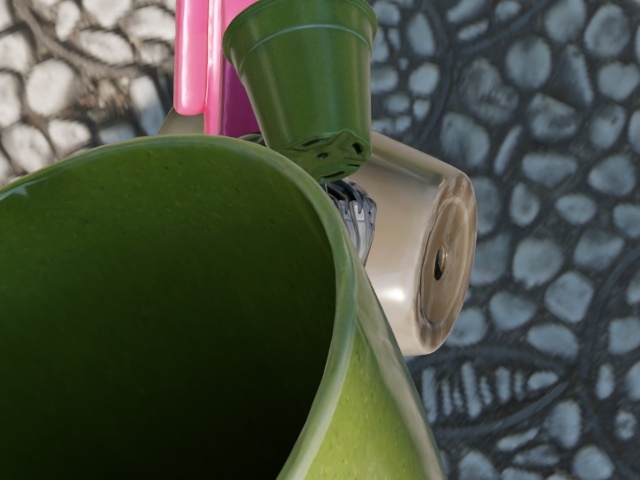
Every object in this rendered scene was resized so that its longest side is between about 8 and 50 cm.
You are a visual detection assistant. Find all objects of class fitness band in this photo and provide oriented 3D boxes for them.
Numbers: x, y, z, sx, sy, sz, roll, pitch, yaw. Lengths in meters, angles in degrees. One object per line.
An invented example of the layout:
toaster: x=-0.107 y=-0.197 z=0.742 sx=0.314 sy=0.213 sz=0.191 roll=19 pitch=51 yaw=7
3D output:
fitness band: x=-0.074 y=-0.141 z=1.203 sx=0.054 sy=0.209 sz=0.290 roll=-4 pitch=117 yaw=-14

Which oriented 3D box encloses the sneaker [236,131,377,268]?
sneaker: x=-0.020 y=-0.013 z=1.098 sx=0.111 sy=0.300 sz=0.121 roll=29 pitch=72 yaw=12

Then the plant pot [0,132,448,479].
plant pot: x=-0.044 y=0.158 z=0.590 sx=0.275 sy=0.293 sz=0.274 roll=-21 pitch=37 yaw=17

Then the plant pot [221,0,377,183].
plant pot: x=-0.004 y=-0.074 z=0.780 sx=0.083 sy=0.083 sz=0.079 roll=-9 pitch=64 yaw=-3

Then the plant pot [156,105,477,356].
plant pot: x=0.000 y=0.000 z=1.563 sx=0.280 sy=0.323 sz=0.323 roll=12 pitch=75 yaw=23
